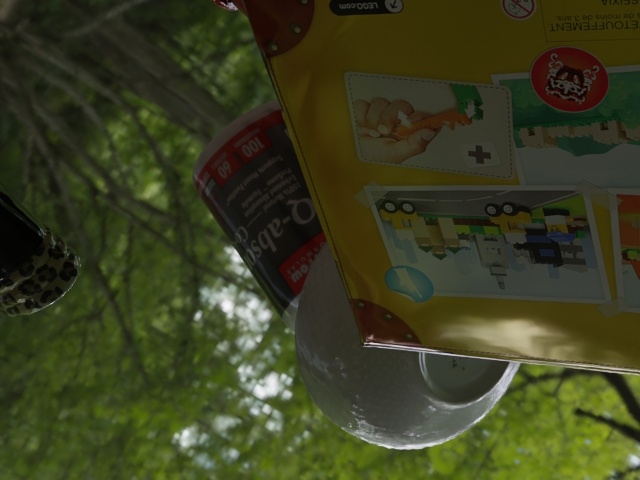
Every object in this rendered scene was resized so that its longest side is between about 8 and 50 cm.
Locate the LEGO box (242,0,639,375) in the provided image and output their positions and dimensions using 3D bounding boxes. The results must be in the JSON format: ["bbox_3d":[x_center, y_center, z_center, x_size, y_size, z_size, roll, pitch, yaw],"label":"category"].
[{"bbox_3d":[0.239,-0.088,0.794,0.500,0.372,0.193,4,-136,26],"label":"LEGO box"}]

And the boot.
[{"bbox_3d":[-0.292,-0.020,0.787,0.236,0.178,0.085,-4,-135,46],"label":"boot"}]

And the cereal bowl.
[{"bbox_3d":[0.142,0.111,1.380,0.141,0.339,0.339,21,-101,57],"label":"cereal bowl"}]

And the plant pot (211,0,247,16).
[{"bbox_3d":[-0.034,-0.318,1.202,0.191,0.174,0.191,-46,147,-42],"label":"plant pot"}]

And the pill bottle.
[{"bbox_3d":[0.000,0.000,1.495,0.210,0.363,0.210,-32,164,-10],"label":"pill bottle"}]
